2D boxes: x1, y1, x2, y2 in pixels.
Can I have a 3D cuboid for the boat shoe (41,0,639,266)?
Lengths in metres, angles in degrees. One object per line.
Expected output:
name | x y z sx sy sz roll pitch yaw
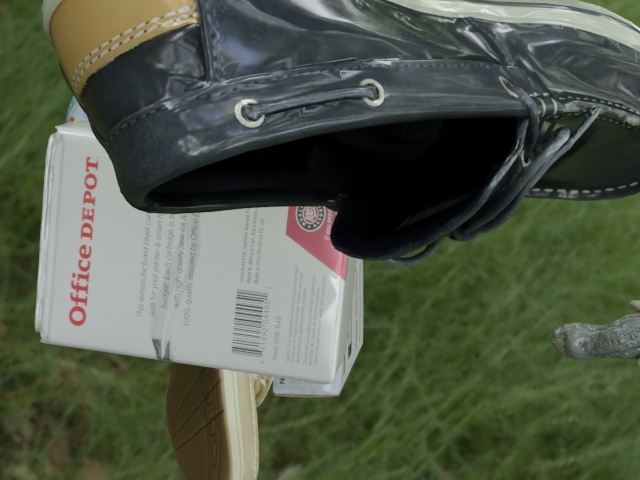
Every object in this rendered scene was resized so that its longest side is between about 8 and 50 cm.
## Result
boat shoe | 0.061 -0.064 0.869 0.500 0.186 0.156 7 62 -44

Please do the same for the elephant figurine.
elephant figurine | 0.394 0.088 1.449 0.186 0.239 0.169 48 54 -16

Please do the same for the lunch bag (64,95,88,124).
lunch bag | -0.241 -0.158 1.933 0.115 0.303 0.243 31 42 -31

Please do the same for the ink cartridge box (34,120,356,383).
ink cartridge box | -0.084 0.005 1.030 0.217 0.159 0.092 8 10 6

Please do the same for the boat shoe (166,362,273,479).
boat shoe | -0.087 0.116 1.377 0.098 0.109 0.302 13 45 -30

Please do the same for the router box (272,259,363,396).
router box | 0.000 0.000 1.804 0.082 0.336 0.301 0 7 7
